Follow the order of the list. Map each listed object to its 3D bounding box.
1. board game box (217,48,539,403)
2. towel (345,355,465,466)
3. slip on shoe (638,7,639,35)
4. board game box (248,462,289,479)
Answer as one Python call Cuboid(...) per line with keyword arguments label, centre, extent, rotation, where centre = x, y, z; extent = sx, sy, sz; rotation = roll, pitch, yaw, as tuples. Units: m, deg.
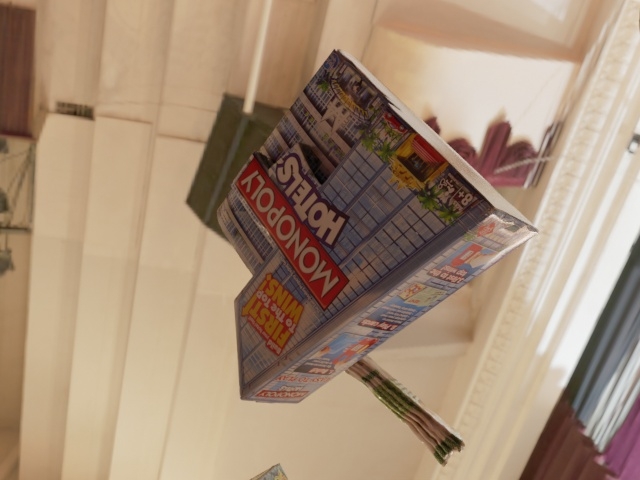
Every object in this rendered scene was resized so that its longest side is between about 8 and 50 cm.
Cuboid(label="board game box", centre=(0.000, 0.000, 0.499), extent=(0.060, 0.194, 0.194), rotation=(19, -154, -49))
Cuboid(label="towel", centre=(0.043, 0.109, 0.595), extent=(0.152, 0.023, 0.113), rotation=(39, 177, 14))
Cuboid(label="slip on shoe", centre=(0.284, -0.234, 0.412), extent=(0.101, 0.331, 0.123), rotation=(5, -145, -49))
Cuboid(label="board game box", centre=(-0.105, 0.215, 0.529), extent=(0.030, 0.136, 0.260), rotation=(61, -175, 10))
